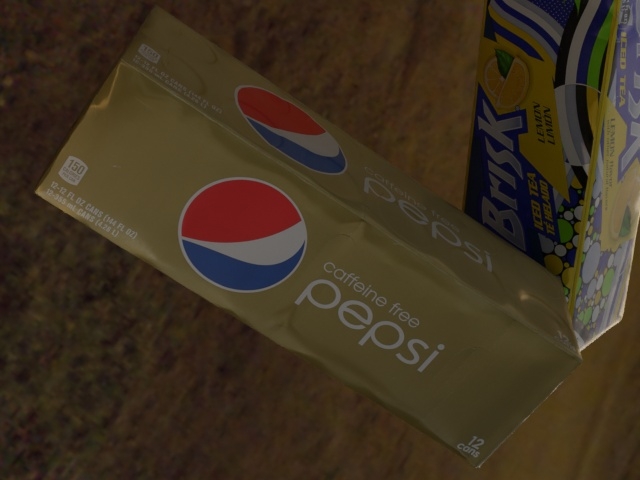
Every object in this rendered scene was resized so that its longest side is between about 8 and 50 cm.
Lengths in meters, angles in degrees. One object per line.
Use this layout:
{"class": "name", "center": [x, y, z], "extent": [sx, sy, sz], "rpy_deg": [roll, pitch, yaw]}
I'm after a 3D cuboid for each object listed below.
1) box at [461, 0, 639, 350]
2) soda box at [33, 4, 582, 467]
{"class": "box", "center": [0.093, -0.042, 0.456], "extent": [0.059, 0.054, 0.168], "rpy_deg": [-25, 127, -48]}
{"class": "soda box", "center": [0.000, 0.000, 0.406], "extent": [0.058, 0.181, 0.061], "rpy_deg": [-52, -166, 24]}
